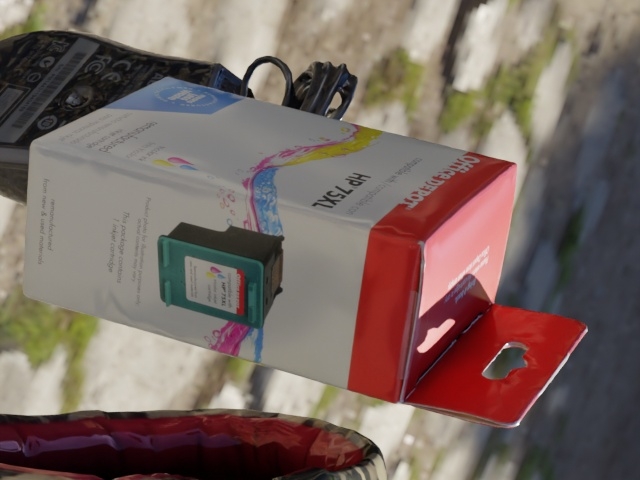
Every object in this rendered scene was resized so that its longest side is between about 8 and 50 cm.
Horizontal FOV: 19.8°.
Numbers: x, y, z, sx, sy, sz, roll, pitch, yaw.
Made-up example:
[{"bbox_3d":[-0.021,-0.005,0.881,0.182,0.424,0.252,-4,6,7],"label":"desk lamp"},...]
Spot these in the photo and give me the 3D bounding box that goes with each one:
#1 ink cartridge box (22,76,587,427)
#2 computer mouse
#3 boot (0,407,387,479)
[{"bbox_3d":[0.000,0.000,0.818,0.134,0.231,0.078,-39,140,-62],"label":"ink cartridge box"},{"bbox_3d":[-0.121,-0.051,1.100,0.188,0.272,0.072,-51,140,-27],"label":"computer mouse"},{"bbox_3d":[-0.081,0.187,0.398,0.377,0.138,0.284,3,93,-67],"label":"boot"}]
